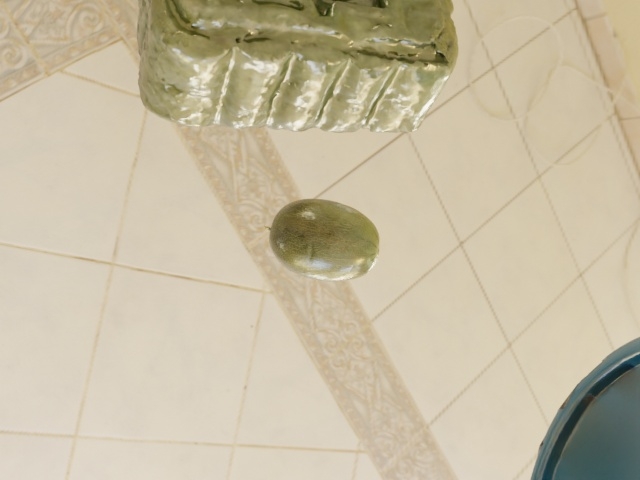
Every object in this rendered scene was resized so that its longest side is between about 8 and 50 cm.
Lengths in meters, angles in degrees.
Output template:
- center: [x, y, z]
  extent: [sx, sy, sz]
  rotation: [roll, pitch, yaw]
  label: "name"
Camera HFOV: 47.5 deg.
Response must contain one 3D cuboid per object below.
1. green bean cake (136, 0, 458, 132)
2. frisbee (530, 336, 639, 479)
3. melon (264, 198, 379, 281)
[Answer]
- center: [-0.015, -0.161, 0.441]
  extent: [0.185, 0.094, 0.183]
  rotation: [2, 66, -17]
  label: "green bean cake"
- center: [0.211, 0.168, 0.436]
  extent: [0.045, 0.242, 0.242]
  rotation: [22, 81, -15]
  label: "frisbee"
- center: [0.000, 0.000, 1.018]
  extent: [0.167, 0.114, 0.114]
  rotation: [12, 85, 7]
  label: "melon"
